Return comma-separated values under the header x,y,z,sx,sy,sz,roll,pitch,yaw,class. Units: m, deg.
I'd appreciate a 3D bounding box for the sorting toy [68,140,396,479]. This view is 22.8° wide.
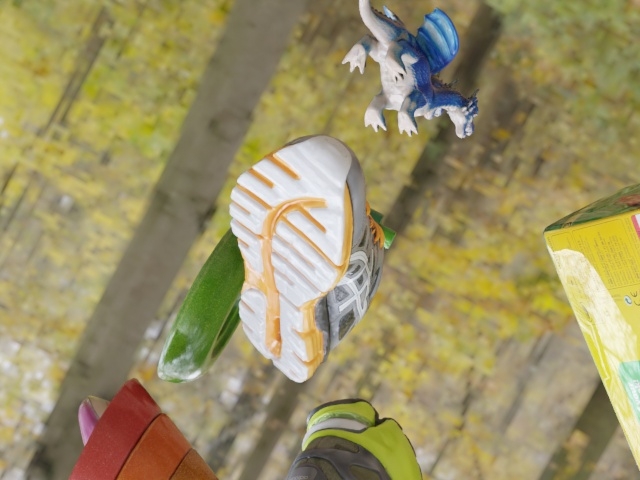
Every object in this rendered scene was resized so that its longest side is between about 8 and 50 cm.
x,y,z,sx,sy,sz,roll,pitch,yaw,class
-0.046,0.085,1.118,0.126,0.365,0.127,27,144,6,sorting toy

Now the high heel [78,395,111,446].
x,y,z,sx,sy,sz,roll,pitch,yaw,class
-0.198,0.315,1.658,0.127,0.181,0.377,27,-170,-37,high heel

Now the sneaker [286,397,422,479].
x,y,z,sx,sy,sz,roll,pitch,yaw,class
0.044,0.279,1.238,0.121,0.111,0.300,-43,-69,-52,sneaker

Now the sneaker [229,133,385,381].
x,y,z,sx,sy,sz,roll,pitch,yaw,class
0.000,0.000,0.954,0.084,0.083,0.215,45,153,19,sneaker

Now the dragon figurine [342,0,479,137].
x,y,z,sx,sy,sz,roll,pitch,yaw,class
0.103,-0.220,1.835,0.085,0.144,0.289,8,135,35,dragon figurine

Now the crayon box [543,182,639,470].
x,y,z,sx,sy,sz,roll,pitch,yaw,class
0.250,0.095,0.900,0.165,0.081,0.278,-18,96,64,crayon box
